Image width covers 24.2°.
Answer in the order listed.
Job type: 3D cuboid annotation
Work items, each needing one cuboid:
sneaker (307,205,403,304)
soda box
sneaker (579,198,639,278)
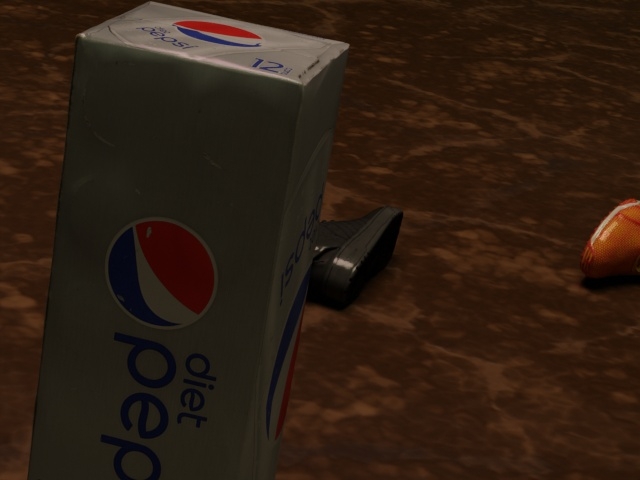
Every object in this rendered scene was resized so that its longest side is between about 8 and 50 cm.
[{"bbox_3d":[0.000,0.002,1.131,0.089,0.051,0.170,19,26,13],"label":"sneaker"},{"bbox_3d":[-0.063,0.048,0.657,0.098,0.286,0.091,13,20,9],"label":"soda box"},{"bbox_3d":[0.281,0.002,1.234,0.175,0.064,0.067,-13,40,-39],"label":"sneaker"}]
